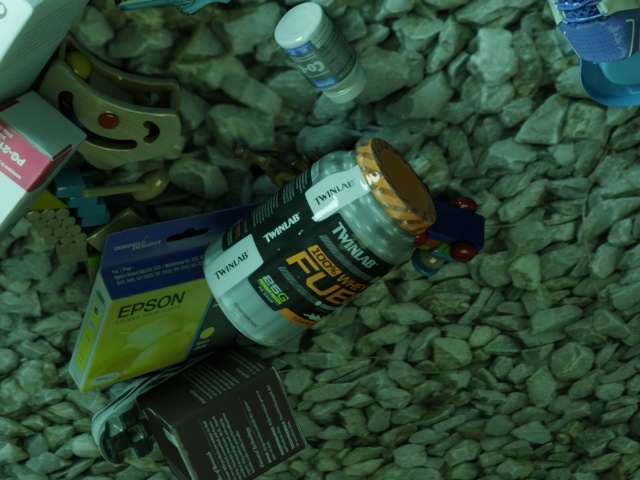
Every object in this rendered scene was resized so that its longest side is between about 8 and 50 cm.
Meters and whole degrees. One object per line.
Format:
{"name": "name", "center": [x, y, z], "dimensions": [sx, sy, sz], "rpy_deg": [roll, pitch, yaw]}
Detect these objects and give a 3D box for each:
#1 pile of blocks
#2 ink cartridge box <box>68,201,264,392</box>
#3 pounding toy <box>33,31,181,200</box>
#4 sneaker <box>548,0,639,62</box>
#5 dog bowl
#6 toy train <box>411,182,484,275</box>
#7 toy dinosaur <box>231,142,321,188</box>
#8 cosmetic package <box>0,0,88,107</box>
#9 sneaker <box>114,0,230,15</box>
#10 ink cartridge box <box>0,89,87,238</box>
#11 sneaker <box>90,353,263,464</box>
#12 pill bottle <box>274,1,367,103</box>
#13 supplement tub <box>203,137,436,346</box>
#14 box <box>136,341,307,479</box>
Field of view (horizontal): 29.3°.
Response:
{"name": "pile of blocks", "center": [-0.362, -0.050, 1.822], "dimensions": [0.149, 0.112, 0.362], "rpy_deg": [-31, 142, 4]}
{"name": "ink cartridge box", "center": [-0.224, 0.088, 1.922], "dimensions": [0.304, 0.072, 0.307], "rpy_deg": [-14, 146, -36]}
{"name": "pounding toy", "center": [-0.279, -0.155, 1.683], "dimensions": [0.154, 0.154, 0.269], "rpy_deg": [-28, 133, 24]}
{"name": "sneaker", "center": [0.292, -0.347, 1.513], "dimensions": [0.127, 0.182, 0.315], "rpy_deg": [-2, 123, 36]}
{"name": "dog bowl", "center": [0.435, -0.321, 1.700], "dimensions": [0.166, 0.074, 0.297], "rpy_deg": [-11, 136, 1]}
{"name": "toy train", "center": [0.124, -0.020, 1.952], "dimensions": [0.248, 0.105, 0.143], "rpy_deg": [17, 148, -19]}
{"name": "toy dinosaur", "center": [-0.049, -0.094, 1.870], "dimensions": [0.112, 0.064, 0.211], "rpy_deg": [-22, 129, 30]}
{"name": "cosmetic package", "center": [-0.466, -0.209, 1.516], "dimensions": [0.161, 0.230, 0.453], "rpy_deg": [40, 121, -5]}
{"name": "sneaker", "center": [-0.188, -0.318, 1.600], "dimensions": [0.162, 0.063, 0.073], "rpy_deg": [-9, 140, 0]}
{"name": "ink cartridge box", "center": [-0.425, -0.062, 1.566], "dimensions": [0.100, 0.172, 0.237], "rpy_deg": [40, 104, -7]}
{"name": "sneaker", "center": [-0.258, 0.271, 2.174], "dimensions": [0.331, 0.146, 0.122], "rpy_deg": [-21, 110, -19]}
{"name": "pill bottle", "center": [0.004, -0.256, 1.687], "dimensions": [0.078, 0.078, 0.137], "rpy_deg": [-27, 133, 18]}
{"name": "supplement tub", "center": [0.000, 0.000, 1.784], "dimensions": [0.316, 0.193, 0.194], "rpy_deg": [-37, 130, 22]}
{"name": "box", "center": [-0.166, 0.303, 2.050], "dimensions": [0.203, 0.168, 0.167], "rpy_deg": [-29, 114, -19]}
